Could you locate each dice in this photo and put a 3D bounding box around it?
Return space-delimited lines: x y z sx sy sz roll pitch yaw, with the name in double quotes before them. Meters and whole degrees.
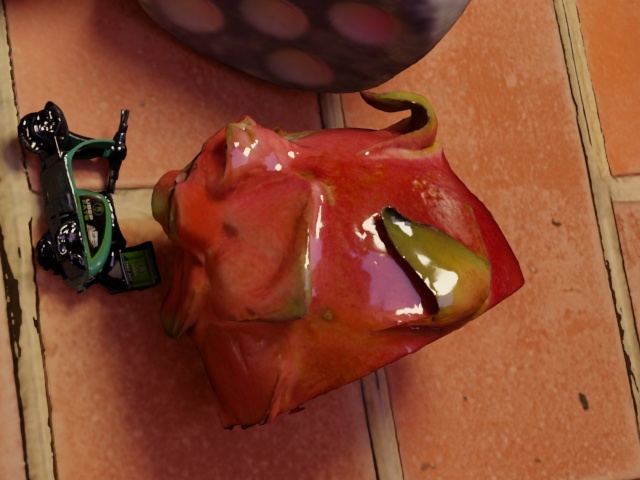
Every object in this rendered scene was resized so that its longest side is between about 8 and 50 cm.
"dice" -0.006 -0.312 1.133 0.271 0.270 0.270 25 66 -23

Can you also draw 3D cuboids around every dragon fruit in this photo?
"dragon fruit" 0.000 0.000 1.049 0.305 0.305 0.226 -26 89 -32

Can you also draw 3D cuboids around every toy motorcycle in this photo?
"toy motorcycle" -0.200 -0.037 1.078 0.100 0.058 0.173 -10 84 -39
